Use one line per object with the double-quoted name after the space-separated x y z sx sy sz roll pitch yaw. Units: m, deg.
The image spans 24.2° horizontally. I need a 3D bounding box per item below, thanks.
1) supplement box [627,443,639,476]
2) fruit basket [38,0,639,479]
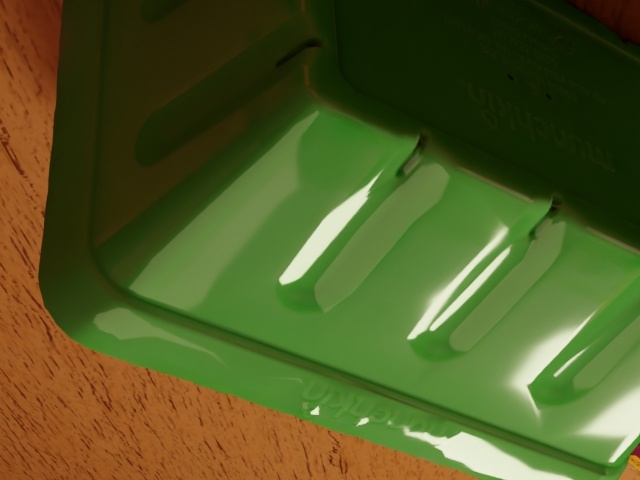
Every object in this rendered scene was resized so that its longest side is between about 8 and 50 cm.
0.347 0.151 1.270 0.188 0.080 0.104 -8 152 33 "supplement box"
0.000 0.000 0.852 0.392 0.283 0.392 -2 142 -2 "fruit basket"
